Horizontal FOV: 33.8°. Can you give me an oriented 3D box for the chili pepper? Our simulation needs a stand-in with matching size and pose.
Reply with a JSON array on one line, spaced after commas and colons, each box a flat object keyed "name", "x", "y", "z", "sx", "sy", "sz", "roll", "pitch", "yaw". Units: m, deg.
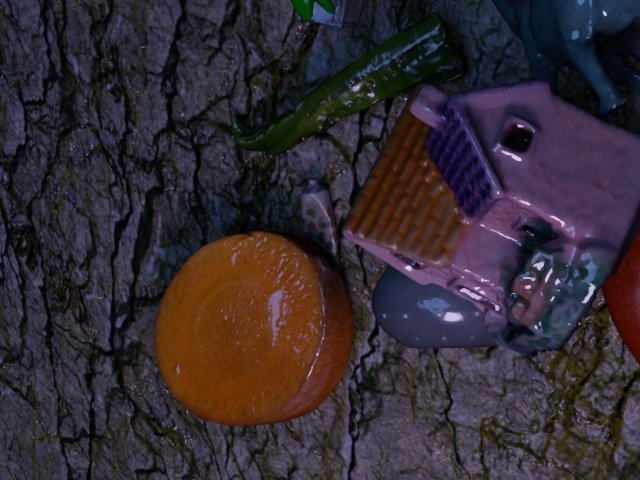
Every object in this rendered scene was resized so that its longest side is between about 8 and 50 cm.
[{"name": "chili pepper", "x": 0.015, "y": -0.181, "z": 1.312, "sx": 0.359, "sy": 0.076, "sz": 0.085, "roll": -18, "pitch": 113, "yaw": 34}]

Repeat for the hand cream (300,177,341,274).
[{"name": "hand cream", "x": 0.000, "y": 0.000, "z": 1.376, "sx": 0.057, "sy": 0.037, "sz": 0.165, "roll": 2, "pitch": 105, "yaw": 33}]

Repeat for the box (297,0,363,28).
[{"name": "box", "x": 0.018, "y": -0.303, "z": 1.294, "sx": 0.063, "sy": 0.060, "sz": 0.085, "roll": 22, "pitch": 109, "yaw": 20}]

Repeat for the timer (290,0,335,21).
[{"name": "timer", "x": 0.005, "y": -0.376, "z": 1.165, "sx": 0.285, "sy": 0.285, "sz": 0.285, "roll": 6, "pitch": 102, "yaw": 32}]

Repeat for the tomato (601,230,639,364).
[{"name": "tomato", "x": 0.411, "y": 0.057, "z": 1.009, "sx": 0.338, "sy": 0.143, "sz": 0.338, "roll": 15, "pitch": 118, "yaw": 30}]

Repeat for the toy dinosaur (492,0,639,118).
[{"name": "toy dinosaur", "x": 0.227, "y": -0.269, "z": 1.028, "sx": 0.331, "sy": 0.129, "sz": 0.383, "roll": 62, "pitch": 166, "yaw": 8}]

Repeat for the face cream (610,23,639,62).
[{"name": "face cream", "x": 0.341, "y": -0.226, "z": 1.064, "sx": 0.274, "sy": 0.154, "sz": 0.096, "roll": 39, "pitch": 77, "yaw": 19}]

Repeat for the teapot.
[{"name": "teapot", "x": 0.146, "y": -0.003, "z": 1.202, "sx": 0.183, "sy": 0.183, "sz": 0.251, "roll": -5, "pitch": 85, "yaw": 34}]

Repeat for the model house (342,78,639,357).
[{"name": "model house", "x": 0.160, "y": -0.034, "z": 1.012, "sx": 0.237, "sy": 0.237, "sz": 0.202, "roll": 29, "pitch": 82, "yaw": 3}]

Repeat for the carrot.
[{"name": "carrot", "x": -0.085, "y": 0.118, "z": 1.412, "sx": 0.307, "sy": 0.100, "sz": 0.258, "roll": -43, "pitch": 75, "yaw": 29}]
